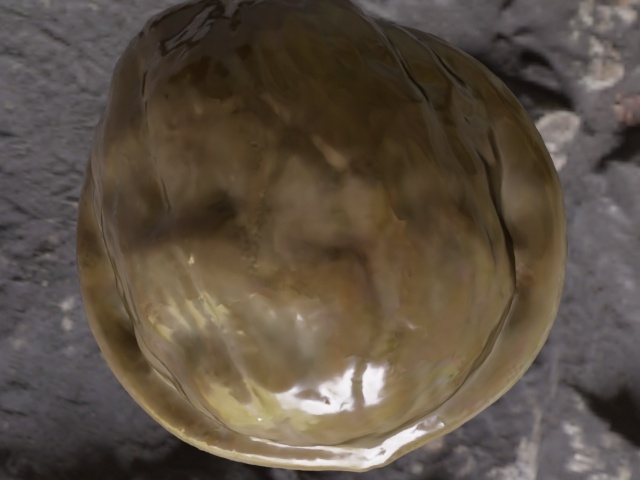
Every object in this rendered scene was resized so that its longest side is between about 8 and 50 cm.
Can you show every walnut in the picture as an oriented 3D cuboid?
[{"bbox_3d":[0.000,0.000,0.790,0.296,0.285,0.285,69,39,-77],"label":"walnut"}]
